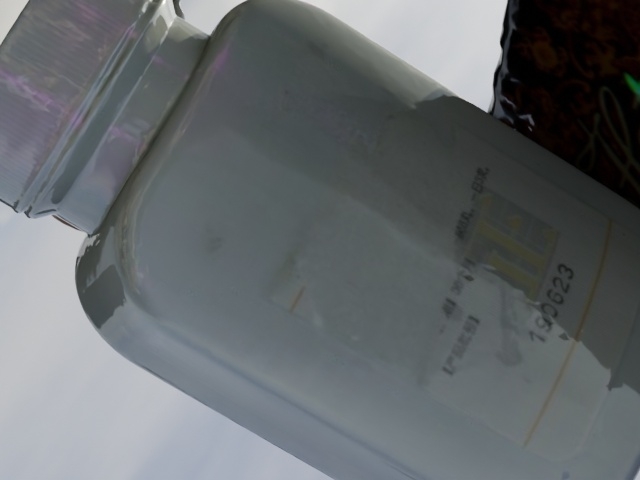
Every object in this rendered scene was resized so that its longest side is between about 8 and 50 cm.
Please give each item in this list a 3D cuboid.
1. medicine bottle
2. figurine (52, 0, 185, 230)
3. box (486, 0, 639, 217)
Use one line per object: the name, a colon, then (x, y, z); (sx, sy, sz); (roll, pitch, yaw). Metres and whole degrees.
medicine bottle: (0.000, 0.000, 0.650); (0.111, 0.296, 0.161); (-38, -156, 61)
figurine: (-0.140, -0.103, 1.043); (0.143, 0.143, 0.271); (-39, -116, 22)
box: (0.268, -0.027, 0.626); (0.116, 0.415, 0.264); (-51, 161, -28)
